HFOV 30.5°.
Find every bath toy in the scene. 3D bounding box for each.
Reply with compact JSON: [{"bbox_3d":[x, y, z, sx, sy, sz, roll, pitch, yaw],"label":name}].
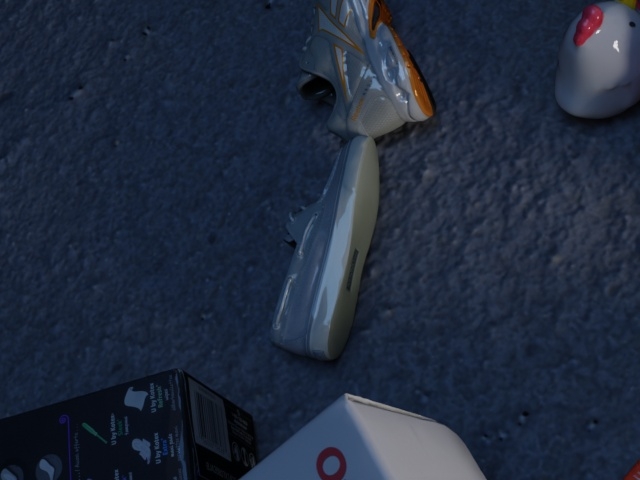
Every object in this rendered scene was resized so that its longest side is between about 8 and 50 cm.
[{"bbox_3d":[0.354,-0.125,1.018,0.348,0.129,0.151,33,81,31],"label":"bath toy"}]

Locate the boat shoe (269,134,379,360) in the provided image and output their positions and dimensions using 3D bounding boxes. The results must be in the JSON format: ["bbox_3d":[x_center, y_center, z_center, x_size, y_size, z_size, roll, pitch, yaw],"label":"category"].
[{"bbox_3d":[0.000,0.001,1.126,0.081,0.079,0.227,7,72,20],"label":"boat shoe"}]

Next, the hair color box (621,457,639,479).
[{"bbox_3d":[0.247,0.227,0.911,0.053,0.093,0.167,38,83,33],"label":"hair color box"}]

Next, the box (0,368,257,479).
[{"bbox_3d":[-0.203,0.233,1.044,0.270,0.165,0.143,-17,61,13],"label":"box"}]

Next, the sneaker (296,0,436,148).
[{"bbox_3d":[0.016,-0.211,1.215,0.121,0.099,0.262,-29,57,12],"label":"sneaker"}]

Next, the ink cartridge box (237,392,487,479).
[{"bbox_3d":[-0.020,0.346,0.869,0.395,0.166,0.285,-41,57,15],"label":"ink cartridge box"}]
